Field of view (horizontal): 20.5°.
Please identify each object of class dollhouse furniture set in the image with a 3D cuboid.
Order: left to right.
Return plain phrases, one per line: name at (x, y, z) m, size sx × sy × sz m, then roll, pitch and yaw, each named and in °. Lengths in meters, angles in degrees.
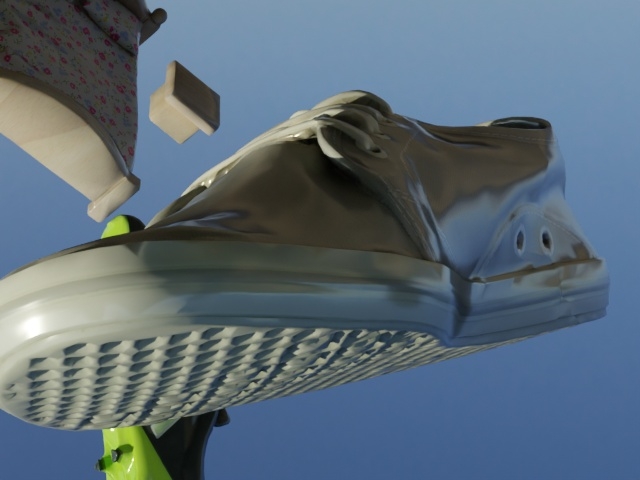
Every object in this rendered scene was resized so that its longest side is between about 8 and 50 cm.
dollhouse furniture set at (-0.151, -0.138, 1.094) m, size 0.174 × 0.355 × 0.303 m, roll -37°, pitch -147°, yaw 25°

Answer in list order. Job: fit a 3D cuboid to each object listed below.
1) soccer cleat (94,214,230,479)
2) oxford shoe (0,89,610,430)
soccer cleat at (-0.090, 0.074, 0.965) m, size 0.072 × 0.179 × 0.060 m, roll 2°, pitch 164°, yaw -33°
oxford shoe at (0.000, 0.000, 0.774) m, size 0.169 × 0.130 × 0.449 m, roll -16°, pitch 175°, yaw 29°
